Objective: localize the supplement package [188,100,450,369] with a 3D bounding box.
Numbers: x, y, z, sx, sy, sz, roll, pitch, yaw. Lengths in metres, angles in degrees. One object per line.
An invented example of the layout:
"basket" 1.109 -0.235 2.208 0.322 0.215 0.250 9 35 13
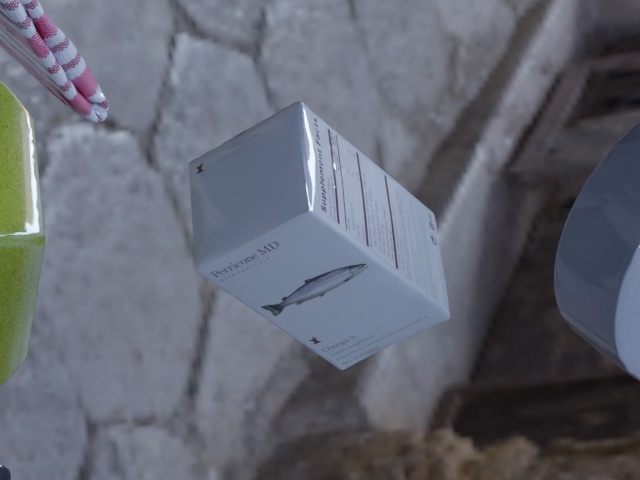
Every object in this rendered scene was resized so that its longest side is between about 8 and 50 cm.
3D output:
"supplement package" 0.000 0.000 1.385 0.179 0.105 0.105 36 37 -42

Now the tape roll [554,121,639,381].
"tape roll" 0.281 0.002 1.411 0.219 0.072 0.219 -20 129 -27

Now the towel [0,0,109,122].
"towel" -0.186 -0.155 1.006 0.144 0.029 0.197 42 -12 37

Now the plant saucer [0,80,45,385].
"plant saucer" -0.238 -0.002 1.414 0.188 0.045 0.188 106 -21 -44

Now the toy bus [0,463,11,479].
"toy bus" -0.285 0.153 1.218 0.333 0.130 0.108 90 1 -61
